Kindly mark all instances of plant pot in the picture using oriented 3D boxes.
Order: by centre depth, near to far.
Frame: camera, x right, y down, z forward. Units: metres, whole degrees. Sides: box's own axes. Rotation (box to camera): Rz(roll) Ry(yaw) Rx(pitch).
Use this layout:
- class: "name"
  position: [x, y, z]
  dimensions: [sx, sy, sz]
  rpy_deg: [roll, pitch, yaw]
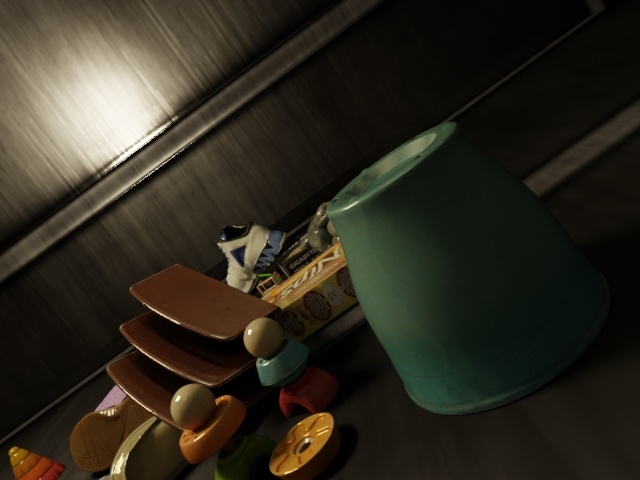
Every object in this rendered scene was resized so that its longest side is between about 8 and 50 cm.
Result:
- class: "plant pot"
  position: [0.147, 0.014, 0.657]
  dimensions: [0.271, 0.255, 0.272]
  rpy_deg: [-35, 11, 8]

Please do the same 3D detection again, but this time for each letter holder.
- class: "letter holder"
  position: [-0.239, 0.181, 0.975]
  dimensions: [0.301, 0.152, 0.214]
  rpy_deg: [16, 31, 40]

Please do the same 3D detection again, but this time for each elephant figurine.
- class: "elephant figurine"
  position: [0.094, -0.048, 1.445]
  dimensions: [0.239, 0.186, 0.169]
  rpy_deg: [-31, -37, -36]

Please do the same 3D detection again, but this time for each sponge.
- class: "sponge"
  position: [-0.534, 0.432, 1.409]
  dimensions: [0.210, 0.031, 0.117]
  rpy_deg: [-53, 26, -10]

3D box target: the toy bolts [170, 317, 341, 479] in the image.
- class: "toy bolts"
  position: [-0.073, 0.209, 0.762]
  dimensions: [0.218, 0.158, 0.228]
  rpy_deg: [-27, 14, 40]

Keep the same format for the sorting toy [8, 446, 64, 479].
- class: "sorting toy"
  position: [-0.709, 0.578, 1.265]
  dimensions: [0.127, 0.126, 0.365]
  rpy_deg: [-37, 10, -6]

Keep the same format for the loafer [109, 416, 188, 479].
- class: "loafer"
  position: [-0.243, 0.327, 0.948]
  dimensions: [0.092, 0.102, 0.268]
  rpy_deg: [-34, 9, 42]

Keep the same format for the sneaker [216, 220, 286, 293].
- class: "sneaker"
  position: [-0.256, 0.045, 1.759]
  dimensions: [0.315, 0.182, 0.127]
  rpy_deg: [-52, 12, 31]

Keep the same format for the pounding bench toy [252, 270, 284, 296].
- class: "pounding bench toy"
  position: [-0.146, 0.116, 1.582]
  dimensions: [0.065, 0.083, 0.052]
  rpy_deg: [-34, 11, 16]

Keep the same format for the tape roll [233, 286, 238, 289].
- class: "tape roll"
  position: [-0.376, 0.284, 1.618]
  dimensions: [0.392, 0.072, 0.392]
  rpy_deg: [-34, 12, 8]

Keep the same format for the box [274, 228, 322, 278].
- class: "box"
  position: [0.000, 0.000, 1.666]
  dimensions: [0.295, 0.073, 0.293]
  rpy_deg: [-37, 12, -6]

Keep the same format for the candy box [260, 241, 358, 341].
- class: "candy box"
  position: [-0.045, 0.136, 1.172]
  dimensions: [0.316, 0.088, 0.183]
  rpy_deg: [-35, 12, 5]

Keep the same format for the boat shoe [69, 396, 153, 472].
- class: "boat shoe"
  position: [-0.397, 0.391, 1.188]
  dimensions: [0.342, 0.123, 0.123]
  rpy_deg: [-37, -20, 21]
